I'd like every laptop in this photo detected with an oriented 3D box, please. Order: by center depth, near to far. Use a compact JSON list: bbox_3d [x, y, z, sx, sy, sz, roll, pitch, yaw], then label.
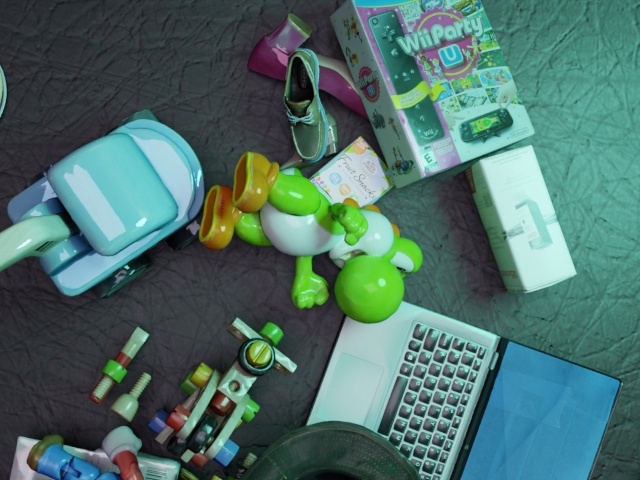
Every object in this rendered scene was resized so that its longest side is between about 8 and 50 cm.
[{"bbox_3d":[0.186,0.314,1.683,0.408,0.236,0.381,20,88,0],"label":"laptop"}]

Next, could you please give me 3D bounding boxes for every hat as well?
[{"bbox_3d":[0.007,0.445,1.640,0.331,0.134,0.331,0,71,0],"label":"hat"}]

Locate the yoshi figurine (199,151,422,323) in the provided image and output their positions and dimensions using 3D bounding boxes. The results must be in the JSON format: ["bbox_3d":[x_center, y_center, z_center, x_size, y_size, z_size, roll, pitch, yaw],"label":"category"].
[{"bbox_3d":[0.005,0.018,1.667,0.362,0.203,0.203,21,94,-27],"label":"yoshi figurine"}]

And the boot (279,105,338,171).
[{"bbox_3d":[-0.027,-0.169,1.796,0.119,0.042,0.087,-21,82,-2],"label":"boot"}]

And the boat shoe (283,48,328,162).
[{"bbox_3d":[-0.031,-0.212,1.727,0.066,0.066,0.183,-6,99,15],"label":"boat shoe"}]

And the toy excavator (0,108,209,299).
[{"bbox_3d":[-0.377,-0.024,1.581,0.433,0.445,0.222,-34,88,-2],"label":"toy excavator"}]

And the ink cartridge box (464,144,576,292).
[{"bbox_3d":[0.316,-0.031,1.733,0.092,0.158,0.217,-17,89,-2],"label":"ink cartridge box"}]

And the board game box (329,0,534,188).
[{"bbox_3d":[0.178,-0.265,1.739,0.224,0.097,0.303,-22,89,-22],"label":"board game box"}]

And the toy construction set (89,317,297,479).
[{"bbox_3d":[-0.183,0.219,1.717,0.309,0.257,0.237,27,70,17],"label":"toy construction set"}]

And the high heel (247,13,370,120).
[{"bbox_3d":[-0.003,-0.253,1.791,0.244,0.082,0.117,40,118,-12],"label":"high heel"}]

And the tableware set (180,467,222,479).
[{"bbox_3d":[-0.173,0.390,1.722,0.104,0.154,0.024,38,71,-8],"label":"tableware set"}]

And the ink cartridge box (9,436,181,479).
[{"bbox_3d":[-0.384,0.479,1.755,0.261,0.066,0.296,12,88,-1],"label":"ink cartridge box"}]

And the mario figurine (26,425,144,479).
[{"bbox_3d":[-0.304,0.422,1.688,0.321,0.170,0.198,21,121,9],"label":"mario figurine"}]

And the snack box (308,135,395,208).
[{"bbox_3d":[0.044,-0.090,1.792,0.141,0.037,0.100,-40,90,-1],"label":"snack box"}]

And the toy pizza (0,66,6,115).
[{"bbox_3d":[-0.620,-0.248,1.778,0.201,0.032,0.201,1,86,-9],"label":"toy pizza"}]
